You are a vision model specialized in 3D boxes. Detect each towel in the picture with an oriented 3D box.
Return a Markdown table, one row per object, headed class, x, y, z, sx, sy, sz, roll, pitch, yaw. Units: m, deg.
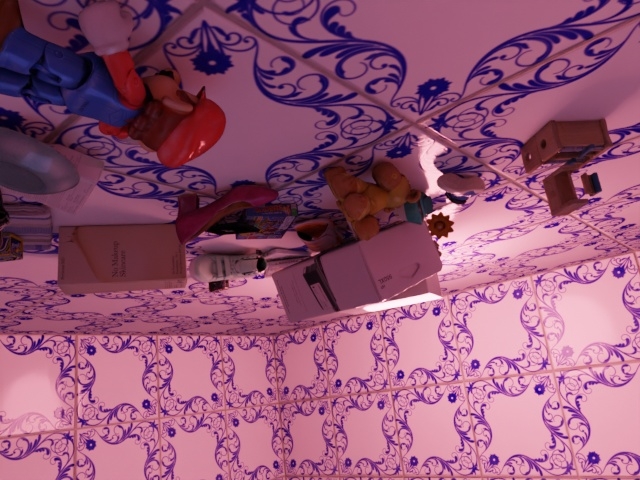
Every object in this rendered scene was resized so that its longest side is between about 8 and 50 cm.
| class | x | y | z | sx | sy | sz | roll | pitch | yaw |
| --- | --- | --- | --- | --- | --- | --- | --- | --- | --- |
| towel | -0.752 | -0.028 | 1.249 | 0.209 | 0.034 | 0.285 | 1 | 162 | -26 |

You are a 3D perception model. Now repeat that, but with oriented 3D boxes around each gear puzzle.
| class | x | y | z | sx | sy | sz | roll | pitch | yaw |
| --- | --- | --- | --- | --- | --- | --- | --- | --- | --- |
| gear puzzle | 0.276 | 0.023 | 1.647 | 0.339 | 0.175 | 0.044 | -45 | -178 | 29 |

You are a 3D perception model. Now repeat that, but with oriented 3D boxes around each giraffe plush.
| class | x | y | z | sx | sy | sz | roll | pitch | yaw |
| --- | --- | --- | --- | --- | --- | --- | --- | --- | --- |
| giraffe plush | 0.128 | -0.102 | 1.183 | 0.170 | 0.181 | 0.210 | -29 | 151 | 0 |

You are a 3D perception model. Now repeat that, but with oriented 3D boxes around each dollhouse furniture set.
| class | x | y | z | sx | sy | sz | roll | pitch | yaw |
| --- | --- | --- | --- | --- | --- | --- | --- | --- | --- |
| dollhouse furniture set | 0.533 | -0.144 | 1.121 | 0.129 | 0.183 | 0.129 | -4 | 163 | -10 |

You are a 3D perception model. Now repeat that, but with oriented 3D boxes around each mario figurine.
| class | x | y | z | sx | sy | sz | roll | pitch | yaw |
| --- | --- | --- | --- | --- | --- | --- | --- | --- | --- |
| mario figurine | -0.278 | -0.219 | 0.722 | 0.321 | 0.170 | 0.198 | 19 | -172 | -35 |

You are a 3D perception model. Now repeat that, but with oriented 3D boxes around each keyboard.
| class | x | y | z | sx | sy | sz | roll | pitch | yaw |
| --- | --- | --- | --- | --- | --- | --- | --- | --- | --- |
| keyboard | -0.249 | -0.044 | 1.387 | 0.100 | 0.038 | 0.192 | 16 | 166 | -42 |

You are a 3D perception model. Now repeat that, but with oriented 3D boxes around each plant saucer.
| class | x | y | z | sx | sy | sz | roll | pitch | yaw |
| --- | --- | --- | --- | --- | --- | --- | --- | --- | --- |
| plant saucer | -0.519 | -0.123 | 0.899 | 0.195 | 0.037 | 0.195 | 7 | 154 | 4 |

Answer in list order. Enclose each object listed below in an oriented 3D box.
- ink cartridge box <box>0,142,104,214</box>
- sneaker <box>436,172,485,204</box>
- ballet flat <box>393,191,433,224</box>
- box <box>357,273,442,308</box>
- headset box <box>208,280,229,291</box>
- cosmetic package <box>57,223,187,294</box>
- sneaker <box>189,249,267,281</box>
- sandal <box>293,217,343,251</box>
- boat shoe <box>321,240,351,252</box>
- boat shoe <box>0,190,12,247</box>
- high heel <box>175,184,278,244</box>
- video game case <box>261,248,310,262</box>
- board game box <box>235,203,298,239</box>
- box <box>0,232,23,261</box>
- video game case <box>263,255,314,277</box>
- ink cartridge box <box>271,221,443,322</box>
| class | x | y | z | sx | sy | sz | roll | pitch | yaw |
| --- | --- | --- | --- | --- | --- | --- | --- | --- | --- |
| ink cartridge box | -0.542 | -0.135 | 0.981 | 0.225 | 0.056 | 0.181 | 25 | 150 | -27 |
| sneaker | 0.335 | -0.126 | 1.324 | 0.152 | 0.058 | 0.084 | -4 | 156 | -33 |
| ballet flat | 0.228 | -0.079 | 1.317 | 0.087 | 0.083 | 0.247 | -9 | -178 | 18 |
| box | 0.220 | 0.123 | 1.840 | 0.345 | 0.215 | 0.168 | -14 | 163 | 25 |
| headset box | -0.380 | 0.158 | 1.981 | 0.083 | 0.062 | 0.032 | -14 | 163 | 27 |
| cosmetic package | -0.514 | 0.048 | 1.387 | 0.309 | 0.160 | 0.113 | -3 | 162 | -17 |
| sneaker | -0.287 | 0.077 | 1.683 | 0.151 | 0.094 | 0.256 | -12 | 174 | 36 |
| sandal | 0.010 | -0.002 | 1.575 | 0.102 | 0.076 | 0.265 | -13 | 162 | 20 |
| boat shoe | 0.065 | 0.023 | 1.748 | 0.137 | 0.049 | 0.043 | -2 | 121 | -9 |
| boat shoe | -0.674 | -0.039 | 1.077 | 0.065 | 0.075 | 0.206 | 12 | 138 | -9 |
| high heel | -0.214 | -0.059 | 1.216 | 0.244 | 0.117 | 0.082 | -6 | 163 | -4 |
| video game case | -0.139 | 0.060 | 1.824 | 0.157 | 0.019 | 0.143 | 8 | 158 | -44 |
| board game box | -0.150 | -0.048 | 1.426 | 0.136 | 0.035 | 0.201 | -1 | 163 | -19 |
| box | -0.805 | 0.024 | 1.247 | 0.169 | 0.054 | 0.059 | -8 | 165 | -1 |
| video game case | -0.109 | 0.098 | 1.896 | 0.183 | 0.023 | 0.201 | -7 | 166 | -10 |
| ink cartridge box | 0.097 | 0.085 | 1.489 | 0.285 | 0.166 | 0.395 | -22 | 180 | -41 |
